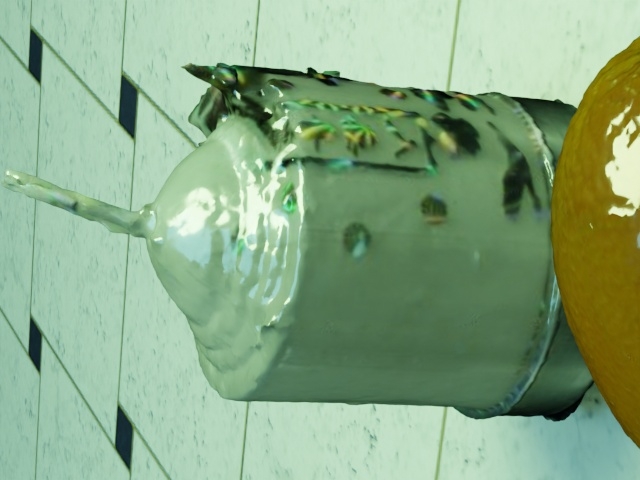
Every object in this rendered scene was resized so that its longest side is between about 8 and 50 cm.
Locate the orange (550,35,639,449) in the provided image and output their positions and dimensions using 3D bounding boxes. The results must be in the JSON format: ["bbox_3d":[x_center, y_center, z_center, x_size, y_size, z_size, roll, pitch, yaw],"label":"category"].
[{"bbox_3d":[0.177,0.003,0.676,0.206,0.206,0.206,176,90,-67],"label":"orange"}]

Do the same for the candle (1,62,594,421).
[{"bbox_3d":[0.000,0.000,1.053,0.187,0.330,0.187,-176,90,-68],"label":"candle"}]
